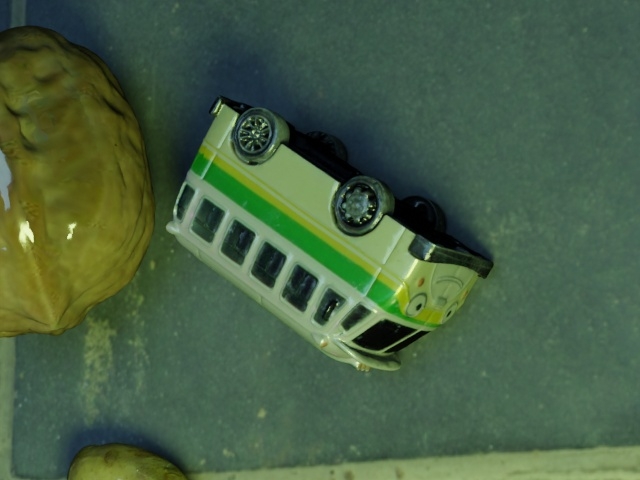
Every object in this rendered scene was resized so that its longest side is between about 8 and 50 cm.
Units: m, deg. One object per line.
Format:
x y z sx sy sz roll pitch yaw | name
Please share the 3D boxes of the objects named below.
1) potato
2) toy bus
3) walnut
-0.194 0.271 1.814 0.171 0.080 0.107 12 87 26 | potato
0.000 0.000 1.734 0.305 0.143 0.179 35 99 29 | toy bus
-0.330 -0.052 1.846 0.306 0.306 0.343 -31 59 20 | walnut
